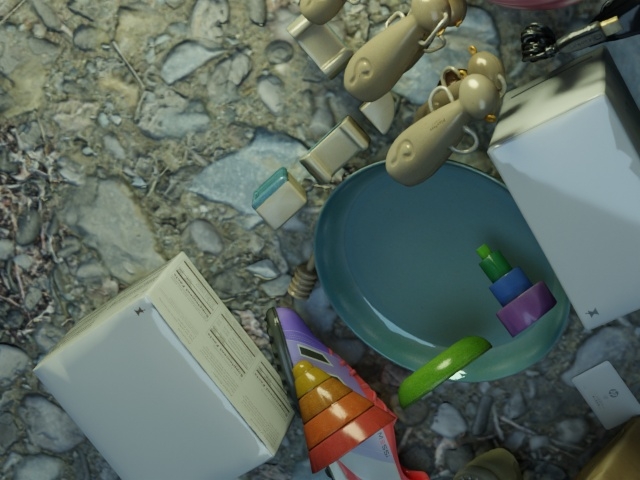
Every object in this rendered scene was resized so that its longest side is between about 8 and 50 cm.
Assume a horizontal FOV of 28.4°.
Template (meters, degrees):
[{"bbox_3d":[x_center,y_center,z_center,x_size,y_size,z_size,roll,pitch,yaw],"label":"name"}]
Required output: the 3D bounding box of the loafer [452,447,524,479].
[{"bbox_3d":[0.243,0.376,1.627,0.102,0.092,0.268,14,133,37],"label":"loafer"}]

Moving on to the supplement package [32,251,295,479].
[{"bbox_3d":[-0.194,0.190,1.631,0.204,0.145,0.262,-33,100,23],"label":"supplement package"}]

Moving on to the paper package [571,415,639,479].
[{"bbox_3d":[0.405,0.395,1.434,0.325,0.309,0.168,41,114,14],"label":"paper package"}]

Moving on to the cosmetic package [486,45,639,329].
[{"bbox_3d":[0.297,-0.063,1.365,0.138,0.224,0.224,-26,104,22],"label":"cosmetic package"}]

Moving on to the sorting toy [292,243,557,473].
[{"bbox_3d":[0.097,0.127,1.480,0.365,0.127,0.126,-39,81,22],"label":"sorting toy"}]

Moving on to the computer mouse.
[{"bbox_3d":[0.325,-0.243,1.317,0.262,0.184,0.060,-13,95,18],"label":"computer mouse"}]

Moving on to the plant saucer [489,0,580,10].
[{"bbox_3d":[0.180,-0.379,1.268,0.332,0.084,0.332,25,136,27],"label":"plant saucer"}]

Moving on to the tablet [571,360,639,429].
[{"bbox_3d":[0.356,0.192,1.573,0.054,0.006,0.083,-32,101,23],"label":"tablet"}]

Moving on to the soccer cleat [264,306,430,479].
[{"bbox_3d":[0.030,0.211,1.619,0.116,0.108,0.318,-26,103,1],"label":"soccer cleat"}]

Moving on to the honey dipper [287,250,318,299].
[{"bbox_3d":[0.000,0.000,1.573,0.030,0.030,0.160,24,112,4],"label":"honey dipper"}]

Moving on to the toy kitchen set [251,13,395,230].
[{"bbox_3d":[-0.032,-0.146,1.494,0.207,0.122,0.166,-42,97,4],"label":"toy kitchen set"}]

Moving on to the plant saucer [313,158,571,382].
[{"bbox_3d":[0.145,0.031,1.504,0.318,0.043,0.317,13,128,18],"label":"plant saucer"}]

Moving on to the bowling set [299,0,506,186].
[{"bbox_3d":[0.128,-0.208,1.373,0.154,0.200,0.287,-43,68,38],"label":"bowling set"}]
